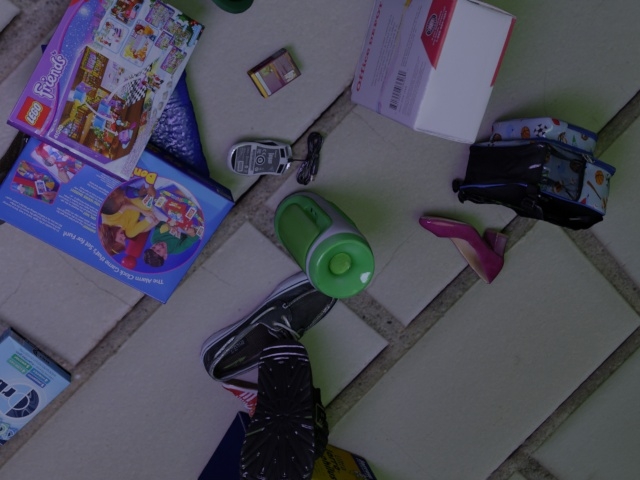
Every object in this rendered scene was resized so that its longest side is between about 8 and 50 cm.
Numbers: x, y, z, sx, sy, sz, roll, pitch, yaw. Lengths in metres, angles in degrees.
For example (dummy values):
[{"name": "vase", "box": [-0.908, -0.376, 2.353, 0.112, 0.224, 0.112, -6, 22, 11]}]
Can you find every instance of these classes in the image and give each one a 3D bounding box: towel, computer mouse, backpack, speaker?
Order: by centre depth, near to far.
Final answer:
[{"name": "towel", "box": [-0.339, -0.229, 1.379, 0.227, 0.076, 0.308, -13, 114, -5]}, {"name": "speaker", "box": [0.000, 0.000, 1.439, 0.131, 0.296, 0.131, -6, 111, -16]}, {"name": "computer mouse", "box": [-0.092, -0.163, 1.495, 0.193, 0.042, 0.106, 1, 114, -24]}, {"name": "backpack", "box": [0.455, -0.132, 1.574, 0.263, 0.276, 0.213, 22, 89, -27]}]

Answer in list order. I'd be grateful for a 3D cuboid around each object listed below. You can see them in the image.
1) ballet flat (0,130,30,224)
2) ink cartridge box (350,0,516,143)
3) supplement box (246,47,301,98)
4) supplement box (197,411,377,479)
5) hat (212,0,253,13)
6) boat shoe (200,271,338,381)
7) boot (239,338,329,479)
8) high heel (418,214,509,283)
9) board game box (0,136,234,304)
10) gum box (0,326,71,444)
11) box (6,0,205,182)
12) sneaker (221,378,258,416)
[{"name": "ballet flat", "box": [-0.535, -0.130, 1.363, 0.084, 0.058, 0.250, 30, 103, -23]}, {"name": "ink cartridge box", "box": [0.186, -0.320, 1.375, 0.131, 0.306, 0.226, 10, 106, -21]}, {"name": "supplement box", "box": [-0.087, -0.312, 1.438, 0.083, 0.043, 0.055, -34, 116, -2]}, {"name": "supplement box", "box": [-0.057, 0.553, 1.683, 0.356, 0.195, 0.194, 27, 100, -25]}, {"name": "hat", "box": [-0.242, -0.469, 1.338, 0.208, 0.183, 0.173, 36, 55, -50]}, {"name": "boat shoe", "box": [-0.089, 0.186, 1.579, 0.335, 0.119, 0.121, -36, 116, -2]}, {"name": "boot", "box": [-0.059, 0.391, 1.495, 0.131, 0.348, 0.260, 3, 143, 7]}, {"name": "high heel", "box": [0.300, 0.018, 1.663, 0.244, 0.082, 0.117, 14, 95, -35]}, {"name": "board game box", "box": [-0.361, -0.071, 1.351, 0.347, 0.078, 0.233, 32, 102, -22]}, {"name": "gum box", "box": [-0.608, 0.284, 1.494, 0.184, 0.041, 0.157, -41, 116, 1]}, {"name": "box", "box": [-0.338, -0.268, 1.236, 0.201, 0.057, 0.293, 29, 79, -23]}, {"name": "sneaker", "box": [-0.165, 0.338, 1.654, 0.118, 0.042, 0.067, 19, 100, -25]}]
